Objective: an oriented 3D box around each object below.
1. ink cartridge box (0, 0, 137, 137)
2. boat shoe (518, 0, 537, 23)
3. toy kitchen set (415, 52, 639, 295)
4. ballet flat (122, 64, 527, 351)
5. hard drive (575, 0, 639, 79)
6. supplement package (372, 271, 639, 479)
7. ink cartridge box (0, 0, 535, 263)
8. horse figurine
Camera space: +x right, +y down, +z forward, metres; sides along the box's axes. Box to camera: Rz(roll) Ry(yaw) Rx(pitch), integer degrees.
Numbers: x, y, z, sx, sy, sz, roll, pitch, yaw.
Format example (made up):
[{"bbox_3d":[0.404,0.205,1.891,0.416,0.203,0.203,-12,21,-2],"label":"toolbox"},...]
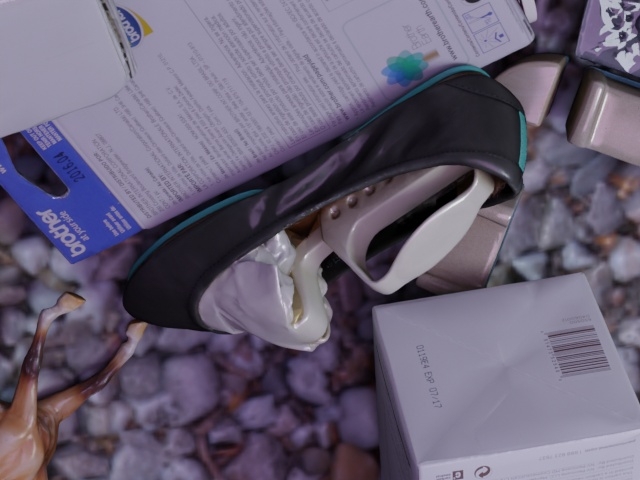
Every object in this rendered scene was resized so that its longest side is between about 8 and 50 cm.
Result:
[{"bbox_3d":[-0.251,-0.196,1.017,0.226,0.131,0.306,-22,68,-3],"label":"ink cartridge box"},{"bbox_3d":[0.093,-0.181,1.193,0.038,0.046,0.125,-25,116,-5],"label":"boat shoe"},{"bbox_3d":[0.186,-0.016,1.236,0.207,0.122,0.166,21,103,7],"label":"toy kitchen set"},{"bbox_3d":[0.000,0.000,1.163,0.280,0.096,0.095,-33,144,21],"label":"ballet flat"},{"bbox_3d":[0.263,-0.211,1.202,0.172,0.054,0.254,17,103,-13],"label":"hard drive"},{"bbox_3d":[0.112,0.161,1.205,0.134,0.139,0.244,-9,132,-5],"label":"supplement package"},{"bbox_3d":[-0.055,-0.117,1.127,0.311,0.065,0.186,-27,137,9],"label":"ink cartridge box"},{"bbox_3d":[-0.229,0.091,1.217,0.263,0.066,0.174,25,95,-16],"label":"horse figurine"}]
